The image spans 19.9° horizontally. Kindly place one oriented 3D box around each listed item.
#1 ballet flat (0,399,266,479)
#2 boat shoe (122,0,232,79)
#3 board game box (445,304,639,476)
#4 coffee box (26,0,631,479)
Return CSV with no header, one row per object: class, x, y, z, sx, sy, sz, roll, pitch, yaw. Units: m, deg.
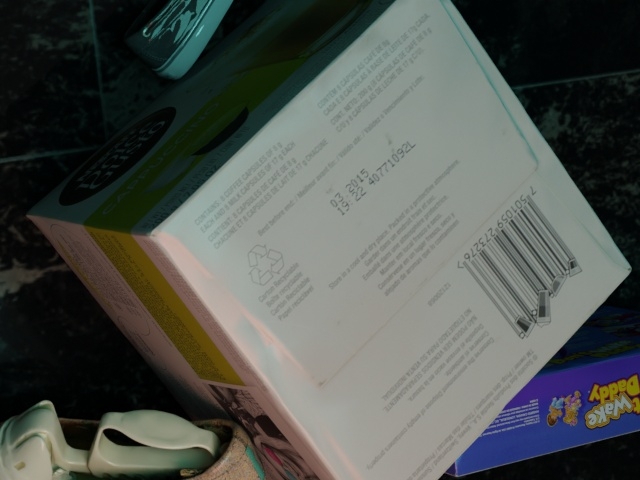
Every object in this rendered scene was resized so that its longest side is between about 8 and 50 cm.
ballet flat,-0.206,0.189,1.613,0.315,0.108,0.106,-2,136,5
boat shoe,-0.113,-0.265,1.714,0.076,0.080,0.229,32,87,-28
board game box,0.217,0.143,1.833,0.347,0.233,0.078,-10,99,-27
coffee box,0.000,0.000,1.647,0.337,0.334,0.338,-44,111,-17
